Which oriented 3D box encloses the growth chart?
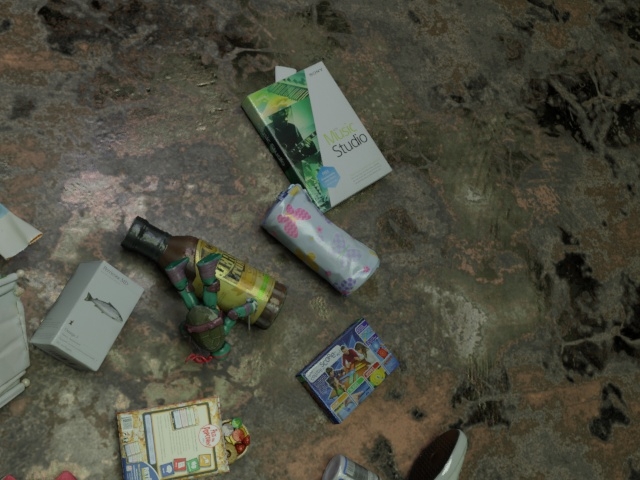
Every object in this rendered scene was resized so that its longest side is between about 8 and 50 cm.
[{"bbox_3d":[-0.558,0.179,1.232,0.021,0.172,0.237,0,96,15],"label":"growth chart"}]

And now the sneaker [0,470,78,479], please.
[{"bbox_3d":[-0.552,0.471,1.199,0.314,0.116,0.136,-3,64,-31],"label":"sneaker"}]

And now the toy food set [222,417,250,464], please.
[{"bbox_3d":[-0.180,0.396,1.419,0.083,0.020,0.082,-28,85,-28],"label":"toy food set"}]

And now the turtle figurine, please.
[{"bbox_3d":[-0.210,0.145,1.376,0.175,0.118,0.234,-14,108,7],"label":"turtle figurine"}]

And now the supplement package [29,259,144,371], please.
[{"bbox_3d":[-0.433,0.139,1.331,0.105,0.105,0.179,42,60,-31],"label":"supplement package"}]

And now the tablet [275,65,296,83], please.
[{"bbox_3d":[-0.083,-0.382,1.726,0.054,0.006,0.083,5,71,-22],"label":"tablet"}]

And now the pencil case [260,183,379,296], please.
[{"bbox_3d":[0.000,0.000,1.575,0.273,0.113,0.124,42,60,-6],"label":"pencil case"}]

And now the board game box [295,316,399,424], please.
[{"bbox_3d":[0.062,0.281,1.553,0.201,0.035,0.136,-38,90,-29],"label":"board game box"}]

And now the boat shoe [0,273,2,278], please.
[{"bbox_3d":[-0.650,0.198,1.204,0.136,0.156,0.367,33,63,-10],"label":"boat shoe"}]

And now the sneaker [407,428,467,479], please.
[{"bbox_3d":[0.248,0.546,1.519,0.123,0.106,0.290,40,69,-17],"label":"sneaker"}]

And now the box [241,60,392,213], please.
[{"bbox_3d":[-0.006,-0.241,1.682,0.232,0.058,0.322,-33,88,-29],"label":"box"}]

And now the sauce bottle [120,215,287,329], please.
[{"bbox_3d":[-0.236,0.063,1.453,0.344,0.111,0.111,29,64,-14],"label":"sauce bottle"}]

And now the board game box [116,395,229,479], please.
[{"bbox_3d":[-0.280,0.384,1.354,0.194,0.045,0.146,-5,75,-18],"label":"board game box"}]

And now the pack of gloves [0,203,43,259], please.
[{"bbox_3d":[-0.654,-0.022,1.279,0.232,0.046,0.195,30,53,23],"label":"pack of gloves"}]

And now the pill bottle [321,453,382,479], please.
[{"bbox_3d":[0.078,0.503,1.462,0.137,0.078,0.078,33,63,-11],"label":"pill bottle"}]
